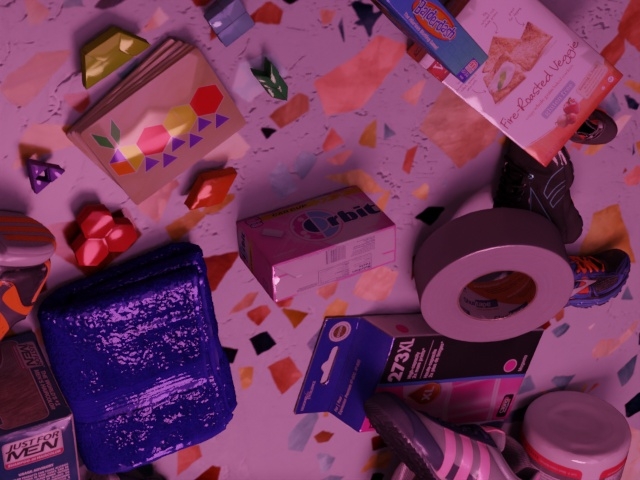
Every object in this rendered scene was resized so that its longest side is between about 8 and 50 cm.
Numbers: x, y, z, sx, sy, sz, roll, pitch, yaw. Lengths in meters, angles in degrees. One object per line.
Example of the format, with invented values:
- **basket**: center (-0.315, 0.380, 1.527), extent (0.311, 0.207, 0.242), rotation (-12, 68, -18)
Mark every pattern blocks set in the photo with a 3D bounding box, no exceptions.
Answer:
- **pattern blocks set**: center (-0.192, -0.135, 1.605), extent (0.324, 0.026, 0.285), rotation (-31, 134, -9)

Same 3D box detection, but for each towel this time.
- **towel**: center (-0.226, 0.163, 1.769), extent (0.227, 0.076, 0.308), rotation (-23, 132, -17)

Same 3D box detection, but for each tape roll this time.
- **tape roll**: center (0.243, 0.051, 1.930), extent (0.219, 0.072, 0.219), rotation (-5, 141, -4)

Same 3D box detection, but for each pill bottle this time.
- **pill bottle**: center (0.401, 0.423, 2.286), extent (0.176, 0.176, 0.319), rotation (-11, 127, -25)

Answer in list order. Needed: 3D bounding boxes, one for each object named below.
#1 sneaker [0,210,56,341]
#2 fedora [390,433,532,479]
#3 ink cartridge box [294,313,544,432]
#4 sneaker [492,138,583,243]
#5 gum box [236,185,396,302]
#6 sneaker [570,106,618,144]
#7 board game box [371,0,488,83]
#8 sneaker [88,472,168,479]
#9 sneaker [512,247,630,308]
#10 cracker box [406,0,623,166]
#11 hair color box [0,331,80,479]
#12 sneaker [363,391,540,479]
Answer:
- **sneaker**: center (-0.456, 0.061, 1.514), extent (0.321, 0.124, 0.180), rotation (6, 118, -35)
- **fedora**: center (0.207, 0.389, 2.155), extent (0.243, 0.124, 0.275), rotation (-16, 114, -7)
- **ink cartridge box**: center (0.151, 0.194, 2.043), extent (0.370, 0.069, 0.176), rotation (1, 121, -30)
- **sneaker**: center (0.296, -0.071, 1.910), extent (0.106, 0.101, 0.267), rotation (-30, 132, -7)
- **gum box**: center (0.000, 0.000, 1.769), extent (0.188, 0.107, 0.062), rotation (-18, 130, -20)
- **sneaker**: center (0.368, -0.157, 1.915), extent (0.158, 0.065, 0.061), rotation (13, 114, -38)
- **board game box**: center (0.088, -0.285, 1.579), extent (0.047, 0.160, 0.210), rotation (-46, 134, 5)
- **sneaker**: center (-0.281, 0.420, 1.917), extent (0.163, 0.086, 0.226), rotation (12, 120, -42)
- **sneaker**: center (0.378, 0.056, 2.072), extent (0.221, 0.083, 0.087), rotation (-21, 126, -21)
- **cracker box**: center (0.247, -0.225, 1.739), extent (0.232, 0.067, 0.156), rotation (35, 100, -21)
- **hair color box**: center (-0.368, 0.307, 1.716), extent (0.105, 0.174, 0.347), rotation (-14, 128, -22)
- **sneaker**: center (0.196, 0.301, 2.008), extent (0.319, 0.112, 0.131), rotation (46, 74, -24)
